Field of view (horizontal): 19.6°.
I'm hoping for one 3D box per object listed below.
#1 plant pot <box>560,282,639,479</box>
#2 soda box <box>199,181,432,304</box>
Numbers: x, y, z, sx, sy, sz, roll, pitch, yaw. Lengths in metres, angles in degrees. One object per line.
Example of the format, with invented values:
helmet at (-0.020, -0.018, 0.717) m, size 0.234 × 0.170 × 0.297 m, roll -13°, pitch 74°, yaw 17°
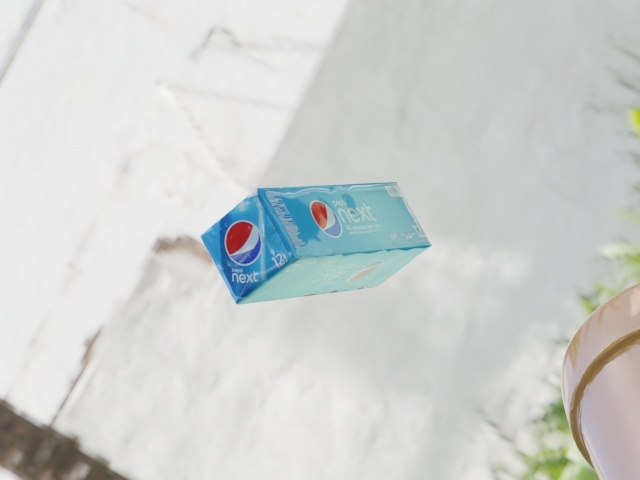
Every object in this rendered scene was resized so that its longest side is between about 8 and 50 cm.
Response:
plant pot at (0.389, 0.199, 1.836) m, size 0.203 × 0.291 × 0.291 m, roll -87°, pitch 12°, yaw -49°
soda box at (0.000, 0.000, 1.506) m, size 0.071 × 0.067 × 0.210 m, roll -38°, pitch -18°, yaw 29°
